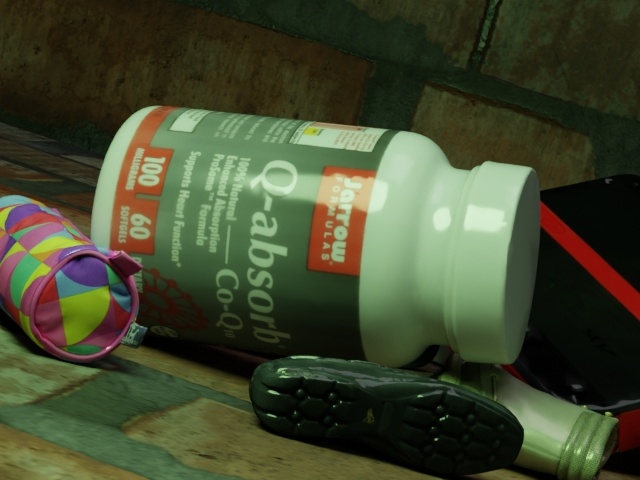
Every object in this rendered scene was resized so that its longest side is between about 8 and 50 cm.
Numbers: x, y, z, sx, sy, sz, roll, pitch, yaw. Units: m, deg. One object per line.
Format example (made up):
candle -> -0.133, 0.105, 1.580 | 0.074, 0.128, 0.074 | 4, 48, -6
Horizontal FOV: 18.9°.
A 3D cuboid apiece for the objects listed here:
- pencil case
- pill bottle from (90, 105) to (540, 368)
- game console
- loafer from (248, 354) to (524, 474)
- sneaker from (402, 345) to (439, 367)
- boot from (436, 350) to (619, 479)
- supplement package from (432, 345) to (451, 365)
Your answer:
pencil case -> -0.223, 0.028, 1.598 | 0.104, 0.104, 0.236 | 15, 6, -29
pill bottle -> 0.000, 0.000, 1.691 | 0.363, 0.210, 0.210 | 6, 2, 15
game console -> 0.287, 0.067, 1.970 | 0.342, 0.060, 0.386 | -11, 36, -25
loafer -> 0.052, 0.132, 1.528 | 0.223, 0.076, 0.078 | 13, 14, -12
sneaker -> 0.035, 0.085, 2.038 | 0.209, 0.069, 0.082 | 13, 3, -37
boot -> 0.182, 0.155, 1.715 | 0.165, 0.077, 0.213 | 17, 12, 8
supplement package -> 0.273, 0.090, 2.179 | 0.293, 0.175, 0.177 | 20, 6, 27
